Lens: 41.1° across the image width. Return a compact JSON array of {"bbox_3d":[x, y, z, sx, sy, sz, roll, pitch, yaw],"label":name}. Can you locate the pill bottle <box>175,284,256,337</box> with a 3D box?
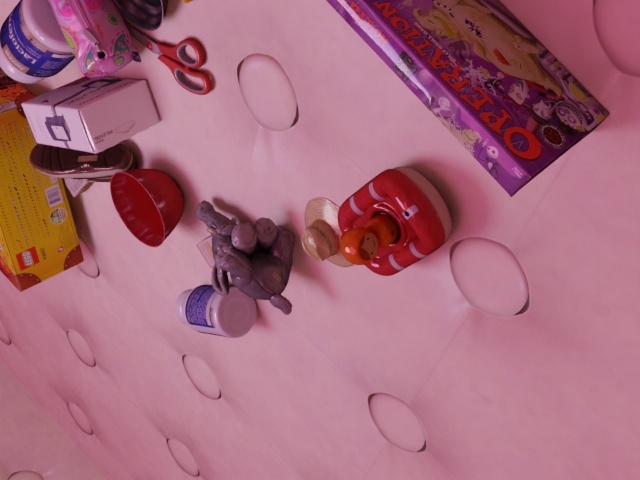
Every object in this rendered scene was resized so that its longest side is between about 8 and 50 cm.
[{"bbox_3d":[-0.239,0.154,1.896,0.187,0.112,0.112,2,119,48],"label":"pill bottle"}]

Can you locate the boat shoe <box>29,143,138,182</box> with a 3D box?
[{"bbox_3d":[-0.534,-0.168,1.937,0.258,0.095,0.095,8,159,19],"label":"boat shoe"}]

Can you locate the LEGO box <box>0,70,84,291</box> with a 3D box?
[{"bbox_3d":[-0.832,-0.178,2.206,0.372,0.193,0.500,32,140,39],"label":"LEGO box"}]

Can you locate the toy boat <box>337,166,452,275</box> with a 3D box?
[{"bbox_3d":[0.093,-0.013,1.343,0.151,0.151,0.231,54,145,1],"label":"toy boat"}]

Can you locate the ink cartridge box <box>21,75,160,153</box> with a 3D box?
[{"bbox_3d":[-0.479,-0.267,1.777,0.237,0.172,0.100,13,128,43],"label":"ink cartridge box"}]

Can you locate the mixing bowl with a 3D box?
[{"bbox_3d":[-0.363,-0.087,1.854,0.181,0.098,0.181,28,136,31],"label":"mixing bowl"}]

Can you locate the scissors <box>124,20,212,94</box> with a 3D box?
[{"bbox_3d":[-0.314,-0.359,1.643,0.297,0.021,0.109,25,135,34],"label":"scissors"}]

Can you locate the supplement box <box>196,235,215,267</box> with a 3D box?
[{"bbox_3d":[-0.217,0.016,1.823,0.098,0.036,0.062,-22,101,54],"label":"supplement box"}]

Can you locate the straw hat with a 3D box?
[{"bbox_3d":[0.000,0.000,1.539,0.144,0.061,0.144,29,137,31],"label":"straw hat"}]

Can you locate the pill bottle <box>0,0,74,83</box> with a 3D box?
[{"bbox_3d":[-0.578,-0.427,1.779,0.265,0.153,0.153,-17,105,54],"label":"pill bottle"}]

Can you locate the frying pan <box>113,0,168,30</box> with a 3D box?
[{"bbox_3d":[-0.354,-0.521,1.496,0.197,0.053,0.326,26,144,40],"label":"frying pan"}]

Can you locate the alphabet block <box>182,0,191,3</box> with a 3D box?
[{"bbox_3d":[-0.188,-0.497,1.242,0.197,0.192,0.193,39,144,20],"label":"alphabet block"}]

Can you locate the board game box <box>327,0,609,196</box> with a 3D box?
[{"bbox_3d":[0.173,-0.229,1.028,0.347,0.208,0.056,48,144,8],"label":"board game box"}]

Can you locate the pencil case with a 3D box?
[{"bbox_3d":[-0.455,-0.451,1.630,0.124,0.124,0.284,-17,98,53],"label":"pencil case"}]

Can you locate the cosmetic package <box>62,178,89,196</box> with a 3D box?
[{"bbox_3d":[-0.595,-0.157,2.113,0.060,0.041,0.115,58,145,-4],"label":"cosmetic package"}]

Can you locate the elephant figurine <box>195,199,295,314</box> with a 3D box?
[{"bbox_3d":[-0.156,0.028,1.693,0.169,0.185,0.239,21,171,-28],"label":"elephant figurine"}]
